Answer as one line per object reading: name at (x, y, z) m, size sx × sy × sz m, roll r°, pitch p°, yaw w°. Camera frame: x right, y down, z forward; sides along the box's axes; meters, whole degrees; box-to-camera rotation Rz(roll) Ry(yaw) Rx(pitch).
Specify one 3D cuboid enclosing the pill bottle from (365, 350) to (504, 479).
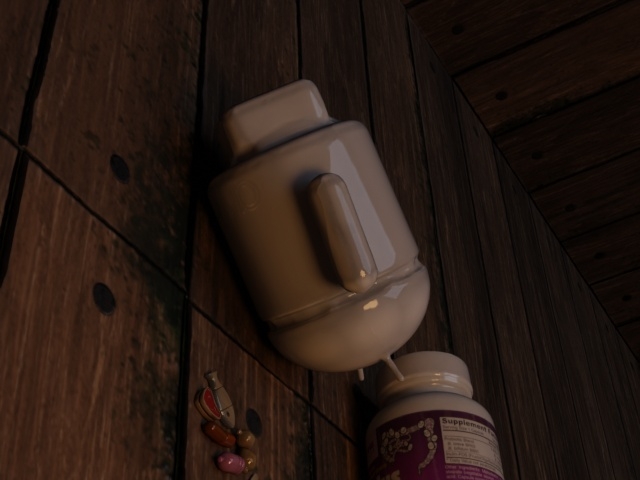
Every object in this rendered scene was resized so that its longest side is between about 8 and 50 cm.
pill bottle at (0.142, 0.295, 1.315) m, size 0.169 × 0.169 × 0.302 m, roll 45°, pitch 30°, yaw -44°

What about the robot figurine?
robot figurine at (0.000, 0.000, 1.223) m, size 0.300 × 0.199 × 0.354 m, roll 164°, pitch -97°, yaw -83°

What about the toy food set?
toy food set at (-0.091, 0.194, 1.065) m, size 0.122 × 0.019 × 0.078 m, roll 66°, pitch 22°, yaw -5°
